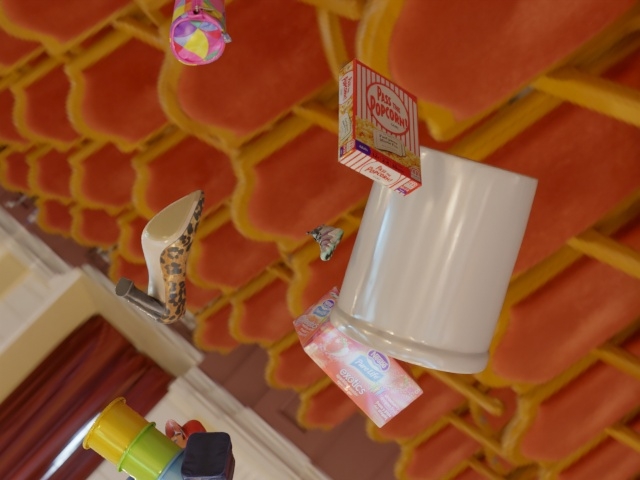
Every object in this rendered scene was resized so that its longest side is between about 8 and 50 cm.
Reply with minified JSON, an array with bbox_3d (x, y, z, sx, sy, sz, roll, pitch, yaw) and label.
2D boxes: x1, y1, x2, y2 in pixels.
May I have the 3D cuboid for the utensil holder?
[{"bbox_3d":[0.221,0.020,1.826,0.327,0.386,0.327,15,-172,-2],"label":"utensil holder"}]

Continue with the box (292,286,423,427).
[{"bbox_3d":[0.088,0.276,2.210,0.300,0.142,0.154,48,-174,-22],"label":"box"}]

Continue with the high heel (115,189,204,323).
[{"bbox_3d":[-0.275,0.036,1.842,0.093,0.261,0.186,30,172,36],"label":"high heel"}]

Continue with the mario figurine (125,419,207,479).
[{"bbox_3d":[-0.353,0.461,1.833,0.198,0.320,0.170,19,137,33],"label":"mario figurine"}]

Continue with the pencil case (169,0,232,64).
[{"bbox_3d":[-0.205,-0.394,1.596,0.104,0.104,0.236,54,-163,-36],"label":"pencil case"}]

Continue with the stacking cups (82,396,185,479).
[{"bbox_3d":[-0.205,0.364,1.385,0.316,0.096,0.096,35,164,11],"label":"stacking cups"}]

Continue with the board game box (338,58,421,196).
[{"bbox_3d":[0.097,-0.186,1.536,0.146,0.194,0.045,25,140,-32],"label":"board game box"}]

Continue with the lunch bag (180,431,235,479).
[{"bbox_3d":[-0.160,0.325,1.340,0.067,0.098,0.065,0,125,6],"label":"lunch bag"}]

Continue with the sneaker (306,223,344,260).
[{"bbox_3d":[0.000,0.000,1.888,0.069,0.098,0.038,23,126,8],"label":"sneaker"}]
